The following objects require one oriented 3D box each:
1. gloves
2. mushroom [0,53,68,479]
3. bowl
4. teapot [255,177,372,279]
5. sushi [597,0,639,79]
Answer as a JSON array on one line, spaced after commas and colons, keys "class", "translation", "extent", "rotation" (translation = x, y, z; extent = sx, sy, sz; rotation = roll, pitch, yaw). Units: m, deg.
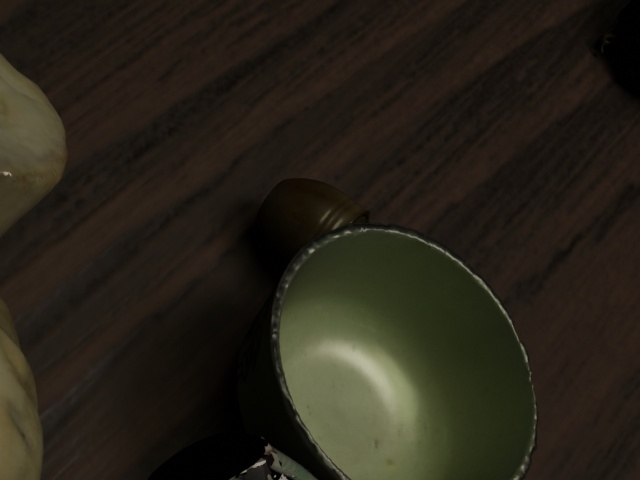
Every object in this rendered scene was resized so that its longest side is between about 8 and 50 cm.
[{"class": "gloves", "translation": [-0.026, 0.222, 1.097], "extent": [0.127, 0.111, 0.212], "rotation": [-47, 126, -46]}, {"class": "mushroom", "translation": [-0.277, 0.057, 0.906], "extent": [0.315, 0.315, 0.356], "rotation": [29, 81, -20]}, {"class": "bowl", "translation": [0.029, 0.103, 1.194], "extent": [0.211, 0.112, 0.211], "rotation": [19, 55, -29]}, {"class": "teapot", "translation": [0.000, 0.000, 1.282], "extent": [0.080, 0.085, 0.110], "rotation": [34, 15, 13]}, {"class": "sushi", "translation": [0.355, -0.199, 1.614], "extent": [0.147, 0.115, 0.212], "rotation": [42, 49, -5]}]
